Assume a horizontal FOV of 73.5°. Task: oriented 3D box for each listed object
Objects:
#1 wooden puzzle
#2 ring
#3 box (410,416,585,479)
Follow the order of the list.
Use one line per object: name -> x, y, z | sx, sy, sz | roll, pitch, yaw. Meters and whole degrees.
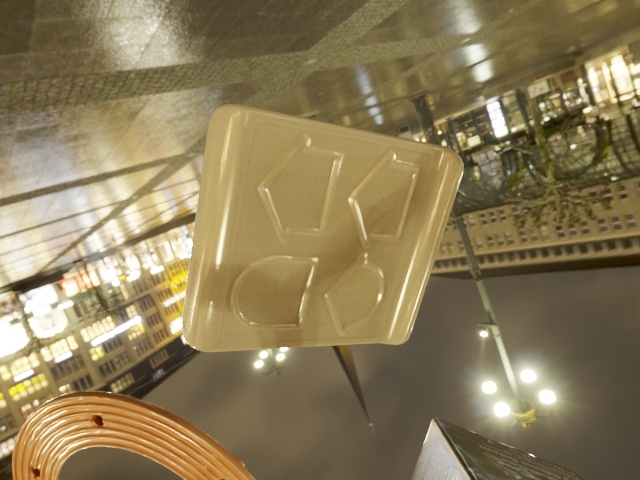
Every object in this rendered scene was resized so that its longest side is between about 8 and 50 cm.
wooden puzzle -> 0.000, 0.000, 0.605 | 0.347, 0.322, 0.080 | 6, -161, -22
ring -> -0.182, 0.299, 0.456 | 0.336, 0.337, 0.032 | -18, -167, 21
box -> 0.311, 0.476, 0.640 | 0.293, 0.212, 0.395 | 20, 177, 4
